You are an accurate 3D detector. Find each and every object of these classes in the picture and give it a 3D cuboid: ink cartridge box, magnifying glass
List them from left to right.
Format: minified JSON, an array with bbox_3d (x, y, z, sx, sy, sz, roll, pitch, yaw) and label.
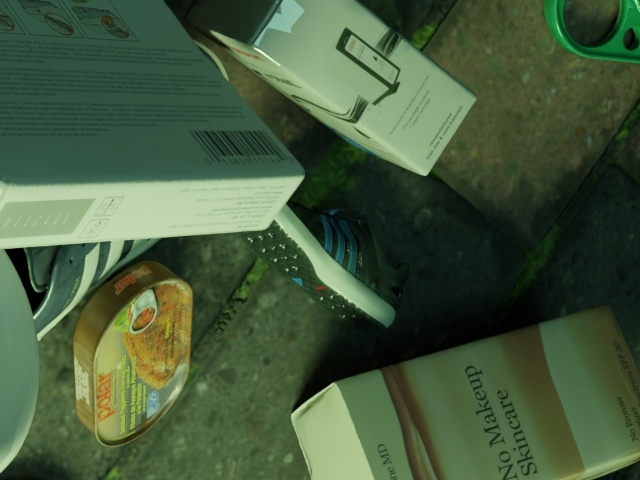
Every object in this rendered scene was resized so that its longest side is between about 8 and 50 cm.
[{"bbox_3d":[-0.186,-0.112,1.140,0.296,0.261,0.066,-4,139,-52],"label":"ink cartridge box"},{"bbox_3d":[0.006,-0.152,1.355,0.203,0.148,0.086,34,88,-30],"label":"ink cartridge box"},{"bbox_3d":[0.303,-0.191,1.580,0.231,0.026,0.092,32,87,-29],"label":"magnifying glass"}]

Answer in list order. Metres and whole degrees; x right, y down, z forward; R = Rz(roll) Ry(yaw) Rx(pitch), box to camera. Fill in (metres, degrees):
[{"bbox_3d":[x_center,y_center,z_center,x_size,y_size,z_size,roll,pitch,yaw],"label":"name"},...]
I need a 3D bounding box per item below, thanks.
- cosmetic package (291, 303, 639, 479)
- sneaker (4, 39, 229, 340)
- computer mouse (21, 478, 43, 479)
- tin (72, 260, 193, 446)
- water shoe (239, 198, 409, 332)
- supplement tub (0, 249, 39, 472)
[{"bbox_3d":[0.144,0.174,1.498,0.296,0.129,0.153,-15,75,-25],"label":"cosmetic package"},{"bbox_3d":[-0.198,-0.025,1.259,0.131,0.148,0.350,38,82,5],"label":"sneaker"},{"bbox_3d":[-0.254,0.341,1.393,0.188,0.072,0.272,3,102,-28],"label":"computer mouse"},{"bbox_3d":[-0.156,0.094,1.348,0.106,0.040,0.190,-38,152,-35],"label":"tin"},{"bbox_3d":[0.000,0.000,1.451,0.203,0.073,0.080,45,59,-34],"label":"water shoe"},{"bbox_3d":[-0.372,0.098,1.097,0.228,0.316,0.228,37,42,-43],"label":"supplement tub"}]
